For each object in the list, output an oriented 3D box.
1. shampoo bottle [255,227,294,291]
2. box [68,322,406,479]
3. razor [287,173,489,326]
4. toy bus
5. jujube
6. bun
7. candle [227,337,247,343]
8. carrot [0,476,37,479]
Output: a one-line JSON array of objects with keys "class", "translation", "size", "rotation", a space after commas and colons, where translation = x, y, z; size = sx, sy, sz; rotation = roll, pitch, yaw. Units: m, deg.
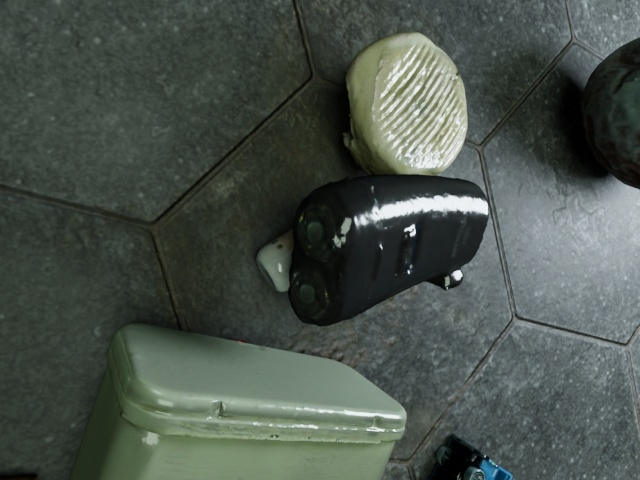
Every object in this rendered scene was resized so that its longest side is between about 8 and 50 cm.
[{"class": "shampoo bottle", "translation": [0.000, 0.000, 0.618], "size": [0.192, 0.074, 0.074], "rotation": [-32, 102, -19]}, {"class": "box", "translation": [-0.111, 0.312, 0.492], "size": [0.351, 0.177, 0.344], "rotation": [22, 87, -35]}, {"class": "razor", "translation": [0.103, 0.001, 0.585], "size": [0.326, 0.107, 0.189], "rotation": [-10, 119, -39]}, {"class": "toy bus", "translation": [0.233, 0.445, 0.709], "size": [0.106, 0.090, 0.185], "rotation": [38, 78, -20]}, {"class": "jujube", "translation": [0.639, -0.223, 0.778], "size": [0.246, 0.215, 0.308], "rotation": [-32, 120, 20]}, {"class": "bun", "translation": [0.119, -0.190, 0.637], "size": [0.237, 0.116, 0.210], "rotation": [32, 81, -33]}, {"class": "candle", "translation": [-0.195, 0.279, 0.561], "size": [0.048, 0.051, 0.329], "rotation": [27, 79, 16]}, {"class": "carrot", "translation": [-0.422, 0.293, 0.482], "size": [0.170, 0.042, 0.042], "rotation": [8, 88, -23]}]
